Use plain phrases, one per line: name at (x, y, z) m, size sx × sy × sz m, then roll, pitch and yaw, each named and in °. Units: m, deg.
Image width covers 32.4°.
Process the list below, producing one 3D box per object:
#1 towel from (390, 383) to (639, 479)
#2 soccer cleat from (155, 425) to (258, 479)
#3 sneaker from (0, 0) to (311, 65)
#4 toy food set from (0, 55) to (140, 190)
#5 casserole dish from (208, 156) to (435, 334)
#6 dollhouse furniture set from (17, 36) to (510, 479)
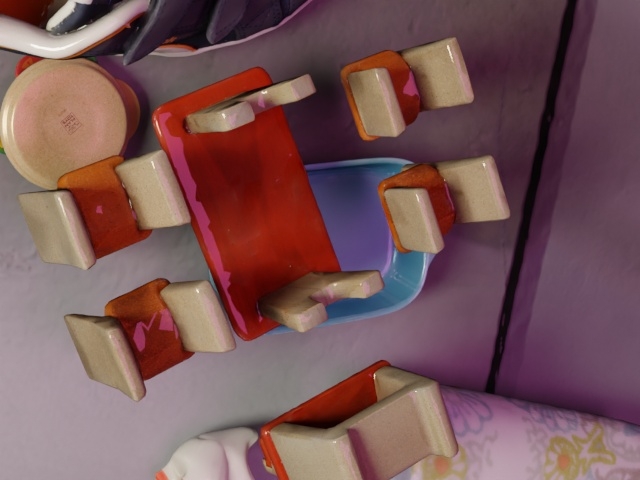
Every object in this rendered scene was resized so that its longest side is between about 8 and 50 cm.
towel at (0.102, 0.304, 0.873) m, size 0.320 × 0.090 × 0.374 m, roll 15°, pitch 92°, yaw -38°
soccer cleat at (-0.055, 0.223, 0.760) m, size 0.076 × 0.068 × 0.196 m, roll -20°, pitch 109°, yaw -32°
sneaker at (-0.101, -0.158, 0.602) m, size 0.321 × 0.127 × 0.126 m, roll -14°, pitch 107°, yaw -32°
toy food set at (-0.151, -0.071, 0.652) m, size 0.082 × 0.020 × 0.083 m, roll 37°, pitch 81°, yaw -34°
casserole dish at (0.000, 0.000, 0.760) m, size 0.188 × 0.037 × 0.114 m, roll -8°, pitch 106°, yaw -31°
dollhouse furniture set at (-0.022, 0.027, 0.676) m, size 0.262 × 0.135 × 0.259 m, roll -25°, pitch 103°, yaw -27°
